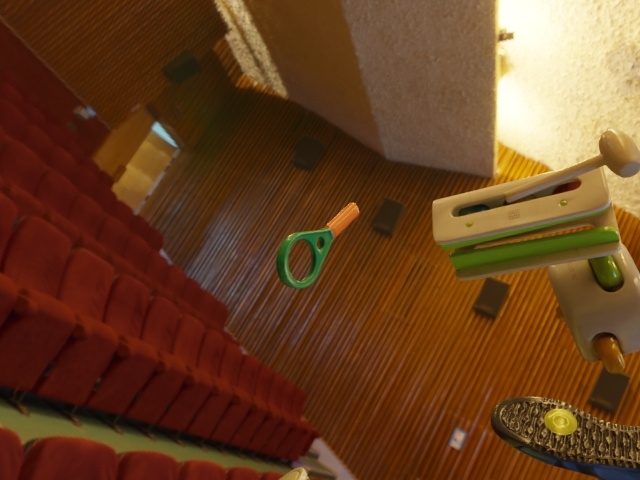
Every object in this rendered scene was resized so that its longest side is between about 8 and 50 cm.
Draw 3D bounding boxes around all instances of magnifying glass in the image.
[{"bbox_3d":[0.000,0.000,1.055,0.026,0.231,0.092,2,-58,40],"label":"magnifying glass"}]

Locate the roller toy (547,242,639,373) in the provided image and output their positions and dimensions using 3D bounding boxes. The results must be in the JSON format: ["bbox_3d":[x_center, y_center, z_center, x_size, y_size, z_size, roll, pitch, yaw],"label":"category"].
[{"bbox_3d":[0.485,0.110,1.045,0.209,0.146,0.191,68,21,3],"label":"roller toy"}]

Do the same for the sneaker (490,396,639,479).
[{"bbox_3d":[0.276,0.217,0.602,0.210,0.069,0.082,8,-48,20],"label":"sneaker"}]

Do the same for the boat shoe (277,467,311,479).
[{"bbox_3d":[-0.112,0.516,0.933,0.113,0.340,0.127,43,-19,0],"label":"boat shoe"}]

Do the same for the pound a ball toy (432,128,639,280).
[{"bbox_3d":[0.338,-0.067,0.964,0.319,0.135,0.208,-14,-43,26],"label":"pound a ball toy"}]
